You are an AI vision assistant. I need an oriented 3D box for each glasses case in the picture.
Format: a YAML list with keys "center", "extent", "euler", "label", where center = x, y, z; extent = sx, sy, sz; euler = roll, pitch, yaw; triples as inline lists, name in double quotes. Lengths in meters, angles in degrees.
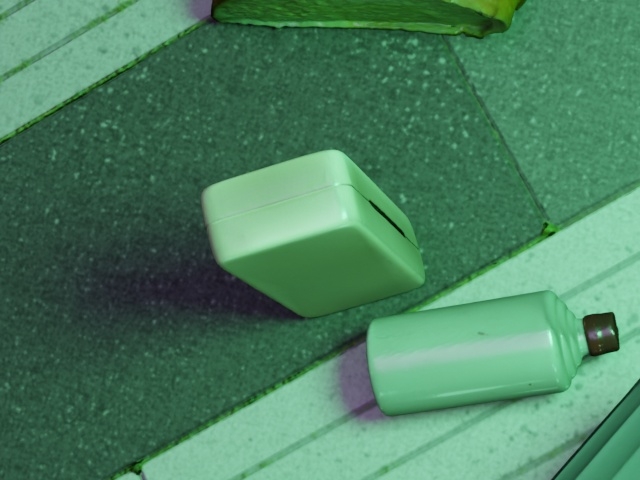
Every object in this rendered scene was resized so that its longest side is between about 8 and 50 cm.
- center: [0.000, 0.000, 1.851]
  extent: [0.144, 0.336, 0.076]
  euler: [-16, 75, 10]
  label: "glasses case"

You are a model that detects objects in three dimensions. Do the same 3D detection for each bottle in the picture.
- center: [0.173, 0.109, 1.905]
  extent: [0.245, 0.104, 0.104]
  euler: [-9, 76, 13]
  label: "bottle"

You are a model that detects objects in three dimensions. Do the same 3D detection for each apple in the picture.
- center: [0.050, -0.299, 2.016]
  extent: [0.346, 0.254, 0.179]
  euler: [4, 120, 16]
  label: "apple"

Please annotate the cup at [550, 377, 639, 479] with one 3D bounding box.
- center: [0.316, 0.288, 1.667]
  extent: [0.327, 0.323, 0.236]
  euler: [-44, 110, -29]
  label: "cup"
